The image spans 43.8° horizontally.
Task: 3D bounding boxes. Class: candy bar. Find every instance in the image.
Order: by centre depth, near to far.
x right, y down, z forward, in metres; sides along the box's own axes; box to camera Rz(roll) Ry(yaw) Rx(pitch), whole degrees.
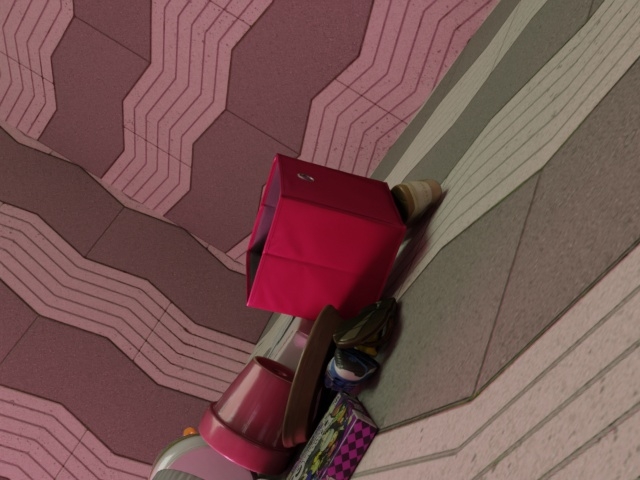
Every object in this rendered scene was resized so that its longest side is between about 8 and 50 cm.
[{"bbox_3d":[0.094,0.167,1.492,0.161,0.040,0.018,-66,-1,-67],"label":"candy bar"}]

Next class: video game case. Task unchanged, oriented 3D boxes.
[{"bbox_3d":[0.000,0.356,1.235,0.232,0.042,0.210,-59,5,-1],"label":"video game case"}]

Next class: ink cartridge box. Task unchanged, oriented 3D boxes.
[{"bbox_3d":[-0.032,0.246,1.815,0.223,0.129,0.307,-57,5,22],"label":"ink cartridge box"}]

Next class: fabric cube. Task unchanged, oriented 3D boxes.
[{"bbox_3d":[0.000,0.000,1.657,0.254,0.258,0.259,-100,26,-65],"label":"fabric cube"}]

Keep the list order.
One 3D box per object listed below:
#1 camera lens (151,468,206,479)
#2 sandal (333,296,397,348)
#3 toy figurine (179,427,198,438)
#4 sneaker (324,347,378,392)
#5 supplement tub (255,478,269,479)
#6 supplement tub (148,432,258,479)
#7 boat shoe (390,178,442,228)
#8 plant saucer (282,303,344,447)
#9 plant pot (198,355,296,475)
[{"bbox_3d":[-0.238,0.528,1.239,0.274,0.219,0.219,-61,5,-34],"label":"camera lens"},{"bbox_3d":[0.091,0.156,1.418,0.090,0.060,0.219,-17,5,19],"label":"sandal"},{"bbox_3d":[-0.315,0.704,2.206,0.362,0.191,0.217,-67,-25,-10],"label":"toy figurine"},{"bbox_3d":[0.049,0.232,1.390,0.211,0.080,0.081,54,-120,-84],"label":"sneaker"},{"bbox_3d":[-0.122,0.494,1.489,0.107,0.071,0.071,-53,7,50],"label":"supplement tub"},{"bbox_3d":[-0.251,0.528,1.689,0.228,0.228,0.316,-60,4,-16],"label":"supplement tub"},{"bbox_3d":[0.191,-0.075,1.804,0.098,0.109,0.302,-19,-6,-13],"label":"boat shoe"},{"bbox_3d":[-0.007,0.257,1.495,0.278,0.041,0.278,17,-90,-80],"label":"plant saucer"},{"bbox_3d":[-0.119,0.341,1.603,0.180,0.201,0.201,-63,4,3],"label":"plant pot"}]
